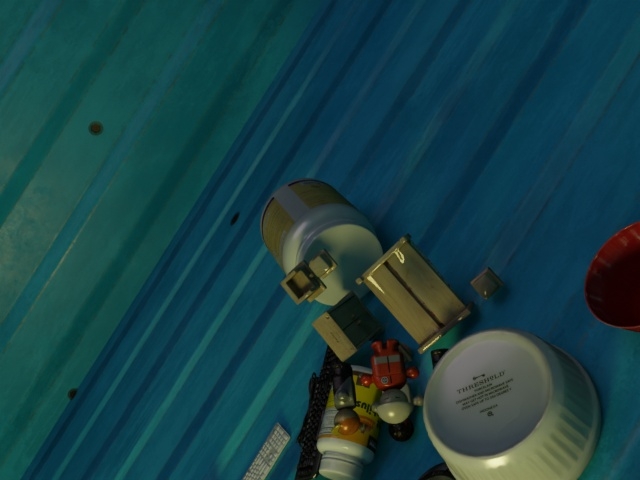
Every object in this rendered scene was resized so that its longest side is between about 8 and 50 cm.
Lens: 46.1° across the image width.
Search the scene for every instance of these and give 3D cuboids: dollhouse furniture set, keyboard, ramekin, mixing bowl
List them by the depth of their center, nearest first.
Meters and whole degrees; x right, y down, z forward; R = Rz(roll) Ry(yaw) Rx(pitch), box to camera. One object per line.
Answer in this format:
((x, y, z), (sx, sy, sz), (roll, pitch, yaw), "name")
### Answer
((0.498, 0.067, 1.115), (0.181, 0.098, 0.181), (-40, 33, 32), "mixing bowl")
((0.284, 0.260, 1.171), (0.273, 0.127, 0.273), (-24, 45, 27), "ramekin")
((0.153, 0.073, 1.556), (0.355, 0.303, 0.174), (-43, -7, 23), "dollhouse furniture set")
((-0.008, 0.371, 1.652), (0.201, 0.033, 0.317), (127, 161, -61), "keyboard")
((-0.153, 0.555, 1.778), (0.256, 0.014, 0.072), (-58, 27, -1), "keyboard")

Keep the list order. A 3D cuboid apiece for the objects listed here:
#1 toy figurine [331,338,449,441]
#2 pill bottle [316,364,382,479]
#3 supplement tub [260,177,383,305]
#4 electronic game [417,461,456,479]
((0.137, 0.286, 1.373), (0.209, 0.213, 0.148), (-35, 51, 43), "toy figurine")
((0.062, 0.367, 1.503), (0.117, 0.117, 0.215), (-22, 44, 49), "pill bottle")
((0.000, 0.000, 1.859), (0.241, 0.241, 0.331), (-54, 27, 7), "supplement tub")
((0.197, 0.477, 1.238), (0.229, 0.048, 0.229), (-45, 28, 32), "electronic game")
